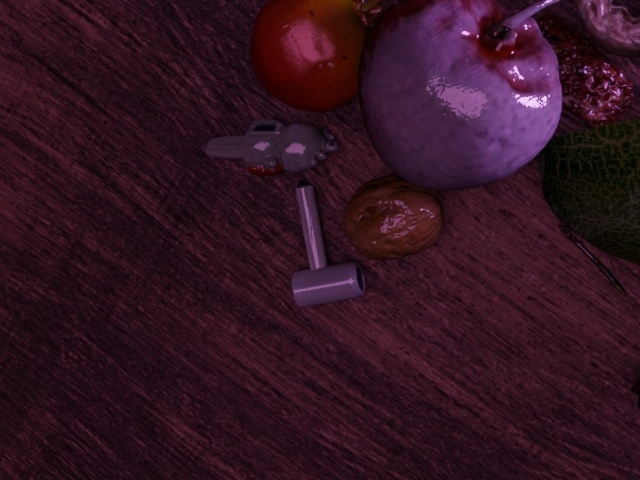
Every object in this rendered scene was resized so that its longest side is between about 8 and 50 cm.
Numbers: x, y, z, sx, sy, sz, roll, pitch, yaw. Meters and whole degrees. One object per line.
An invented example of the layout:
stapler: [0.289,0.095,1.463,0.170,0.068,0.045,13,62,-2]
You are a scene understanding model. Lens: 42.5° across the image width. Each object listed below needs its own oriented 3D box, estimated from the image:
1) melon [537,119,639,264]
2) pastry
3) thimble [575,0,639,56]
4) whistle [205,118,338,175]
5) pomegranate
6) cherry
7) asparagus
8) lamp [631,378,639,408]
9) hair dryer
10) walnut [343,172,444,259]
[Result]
melon: [0.526,-0.090,1.300,0.344,0.226,0.331,-7,141,18]
pastry: [0.407,-0.274,1.329,0.208,0.115,0.097,51,122,18]
thimble: [0.505,-0.398,1.266,0.196,0.148,0.229,28,104,13]
whistle: [-0.090,-0.169,1.509,0.253,0.102,0.105,2,103,14]
pomegranate: [0.004,-0.339,1.400,0.257,0.221,0.220,-30,89,12]
cherry: [0.215,-0.220,1.284,0.326,0.291,0.334,29,140,32]
asparagus: [0.470,0.033,1.417,0.016,0.013,0.166,-43,86,8]
lamp: [0.637,0.262,1.316,0.258,0.180,0.180,8,101,15]
hair dryer: [0.000,0.000,1.539,0.131,0.073,0.236,-12,86,17]
walnut: [0.124,-0.040,1.442,0.184,0.155,0.155,-15,94,18]
